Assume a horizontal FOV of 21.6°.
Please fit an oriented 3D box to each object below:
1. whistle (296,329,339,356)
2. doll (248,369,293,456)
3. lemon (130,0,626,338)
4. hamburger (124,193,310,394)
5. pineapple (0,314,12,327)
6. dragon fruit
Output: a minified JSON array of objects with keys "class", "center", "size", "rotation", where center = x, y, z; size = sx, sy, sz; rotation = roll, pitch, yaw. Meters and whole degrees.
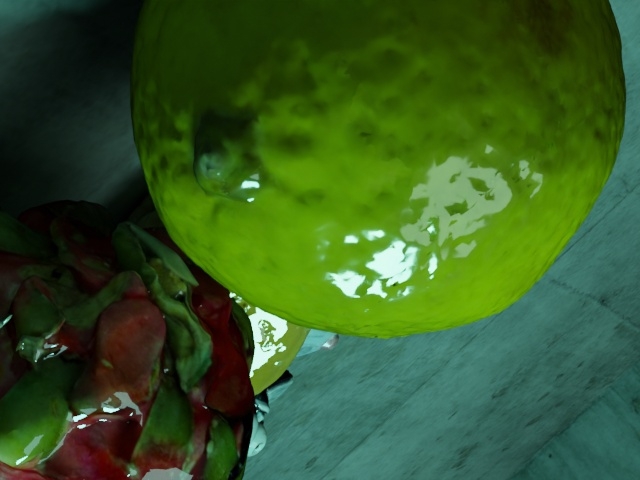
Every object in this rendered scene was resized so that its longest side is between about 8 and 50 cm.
[{"class":"whistle","center":[0.000,0.000,1.169],"size":[0.223,0.123,0.123],"rotation":[-50,160,7]},{"class":"doll","center":[-0.108,0.182,1.435],"size":[0.219,0.067,0.091],"rotation":[-44,157,5]},{"class":"lemon","center":[0.030,-0.074,0.835],"size":[0.267,0.267,0.267],"rotation":[-36,161,-14]},{"class":"hamburger","center":[-0.069,0.030,1.065],"size":[0.147,0.138,0.083],"rotation":[-58,-167,29]},{"class":"pineapple","center":[-0.253,0.010,0.572],"size":[0.262,0.262,0.271],"rotation":[-42,173,3]},{"class":"dragon fruit","center":[-0.160,0.099,0.903],"size":[0.231,0.237,0.302],"rotation":[16,153,-16]}]
